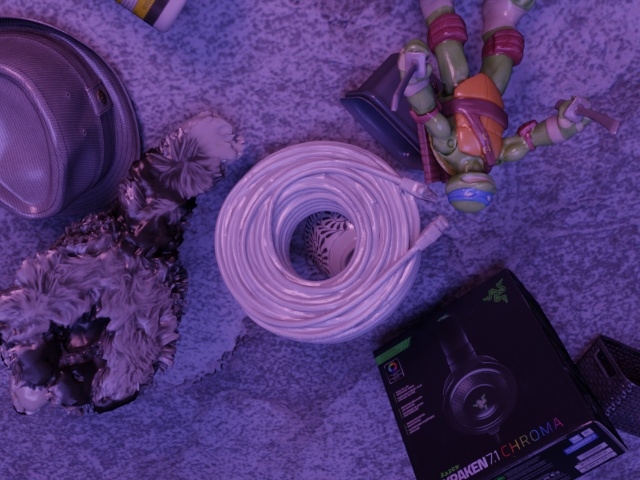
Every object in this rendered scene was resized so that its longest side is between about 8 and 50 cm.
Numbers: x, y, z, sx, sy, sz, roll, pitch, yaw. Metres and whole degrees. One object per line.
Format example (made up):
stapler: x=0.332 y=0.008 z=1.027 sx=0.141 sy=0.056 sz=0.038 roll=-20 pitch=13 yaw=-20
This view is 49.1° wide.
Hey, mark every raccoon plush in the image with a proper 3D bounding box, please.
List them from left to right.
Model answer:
raccoon plush: x=-0.265 y=0.049 z=0.949 sx=0.446 sy=0.299 sz=0.216 roll=-45 pitch=105 yaw=-14

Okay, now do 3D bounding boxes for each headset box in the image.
headset box: x=0.235 y=0.213 z=0.988 sx=0.246 sy=0.283 sz=0.131 roll=-35 pitch=132 yaw=17

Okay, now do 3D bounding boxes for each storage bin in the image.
storage bin: x=0.105 y=-0.164 z=0.870 sx=0.135 sy=0.098 sz=0.091 roll=42 pitch=82 yaw=-23
storage bin: x=0.500 y=0.239 z=1.100 sx=0.180 sy=0.122 sz=0.084 roll=22 pitch=116 yaw=-15

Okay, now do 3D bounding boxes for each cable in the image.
cable: x=0.000 y=0.000 z=0.883 sx=0.257 sy=0.089 sz=0.257 roll=37 pitch=88 yaw=18

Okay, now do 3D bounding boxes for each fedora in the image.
fedora: x=-0.351 y=-0.122 z=0.839 sx=0.243 sy=0.124 sz=0.275 roll=-6 pitch=120 yaw=1

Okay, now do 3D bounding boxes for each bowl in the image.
bowl: x=0.063 y=0.014 z=0.969 sx=0.170 sy=0.080 sz=0.170 roll=-2 pitch=121 yaw=-3

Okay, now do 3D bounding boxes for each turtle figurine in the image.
turtle figurine: x=0.185 y=-0.180 z=0.734 sx=0.197 sy=0.266 sz=0.275 roll=-3 pitch=157 yaw=13

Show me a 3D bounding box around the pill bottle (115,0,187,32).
pill bottle: x=-0.221 y=-0.326 z=0.732 sx=0.208 sy=0.119 sz=0.119 roll=32 pitch=113 yaw=-20
